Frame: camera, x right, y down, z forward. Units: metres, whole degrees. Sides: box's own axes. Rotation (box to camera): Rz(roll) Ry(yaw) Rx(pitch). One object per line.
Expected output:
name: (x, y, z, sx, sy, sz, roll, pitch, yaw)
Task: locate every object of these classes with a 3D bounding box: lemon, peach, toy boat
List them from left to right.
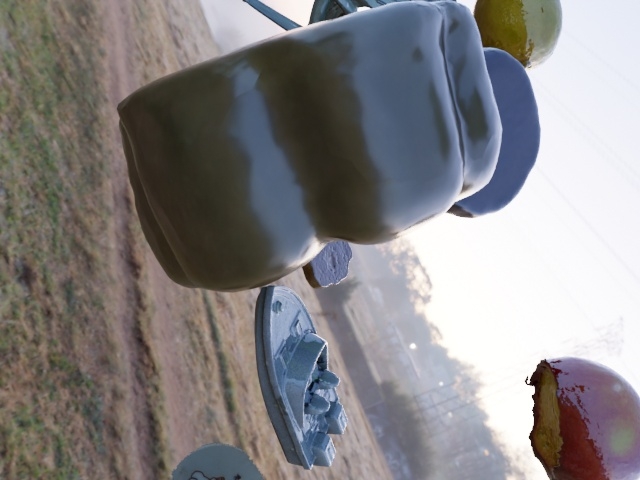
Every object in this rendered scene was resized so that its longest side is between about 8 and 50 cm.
toy boat: (-0.032, 0.190, 0.976, 0.141, 0.092, 0.319, -61, 143, -48)
lemon: (0.502, -0.560, 1.719, 0.263, 0.236, 0.236, -64, 153, -24)
peach: (0.415, 0.294, 1.083, 0.226, 0.196, 0.190, 45, 47, -9)

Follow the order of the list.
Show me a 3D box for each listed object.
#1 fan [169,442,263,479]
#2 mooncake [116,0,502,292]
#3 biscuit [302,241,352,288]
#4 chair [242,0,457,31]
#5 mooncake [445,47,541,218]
fan: (-0.245, 0.452, 1.135, 0.009, 0.329, 0.190, 63, 16, -59)
mooncake: (-0.009, -0.117, 0.841, 0.467, 0.467, 0.262, -101, 173, -82)
biscuit: (-0.002, 0.000, 1.859, 0.273, 0.049, 0.257, -35, 104, -58)
chair: (0.057, -0.398, 1.062, 0.275, 0.203, 0.191, 27, -17, -37)
mooncake: (0.241, -0.180, 1.135, 0.141, 0.283, 0.283, 24, -36, 54)
